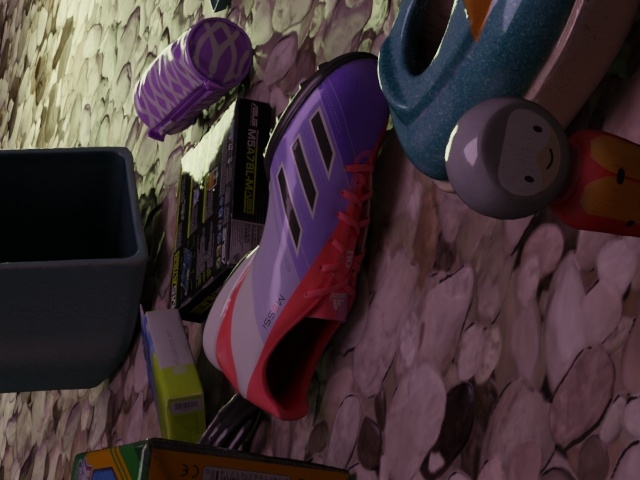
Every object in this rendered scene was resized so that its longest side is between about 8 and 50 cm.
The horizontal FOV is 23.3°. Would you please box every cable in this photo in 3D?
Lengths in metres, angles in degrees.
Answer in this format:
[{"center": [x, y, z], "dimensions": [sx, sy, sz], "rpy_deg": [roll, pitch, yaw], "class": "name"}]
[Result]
[{"center": [-0.152, 0.252, 1.484], "dimensions": [0.072, 0.139, 0.287], "rpy_deg": [38, 128, 21], "class": "cable"}]

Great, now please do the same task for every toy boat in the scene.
[{"center": [0.120, -0.118, 0.949], "dimensions": [0.318, 0.148, 0.267], "rpy_deg": [-104, 33, -49], "class": "toy boat"}]

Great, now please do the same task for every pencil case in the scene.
[{"center": [-0.148, -0.180, 1.744], "dimensions": [0.206, 0.086, 0.088], "rpy_deg": [-33, 36, 62], "class": "pencil case"}]

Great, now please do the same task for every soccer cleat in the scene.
[{"center": [0.000, 0.000, 1.283], "dimensions": [0.116, 0.109, 0.318], "rpy_deg": [45, 121, 42], "class": "soccer cleat"}]

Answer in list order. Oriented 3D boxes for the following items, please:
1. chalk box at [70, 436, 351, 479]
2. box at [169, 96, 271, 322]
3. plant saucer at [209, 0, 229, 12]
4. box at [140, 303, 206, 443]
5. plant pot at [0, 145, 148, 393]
[{"center": [-0.117, 0.273, 1.302], "dimensions": [0.289, 0.180, 0.179], "rpy_deg": [154, 126, -65], "class": "chalk box"}, {"center": [-0.106, -0.029, 1.621], "dimensions": [0.184, 0.045, 0.190], "rpy_deg": [137, 139, -60], "class": "box"}, {"center": [-0.125, -0.345, 1.872], "dimensions": [0.192, 0.018, 0.067], "rpy_deg": [-107, 35, -53], "class": "plant saucer"}, {"center": [-0.151, 0.152, 1.594], "dimensions": [0.178, 0.042, 0.109], "rpy_deg": [-115, 20, -57], "class": "box"}, {"center": [-0.355, 0.053, 1.957], "dimensions": [0.247, 0.248, 0.252], "rpy_deg": [-107, 19, -50], "class": "plant pot"}]
